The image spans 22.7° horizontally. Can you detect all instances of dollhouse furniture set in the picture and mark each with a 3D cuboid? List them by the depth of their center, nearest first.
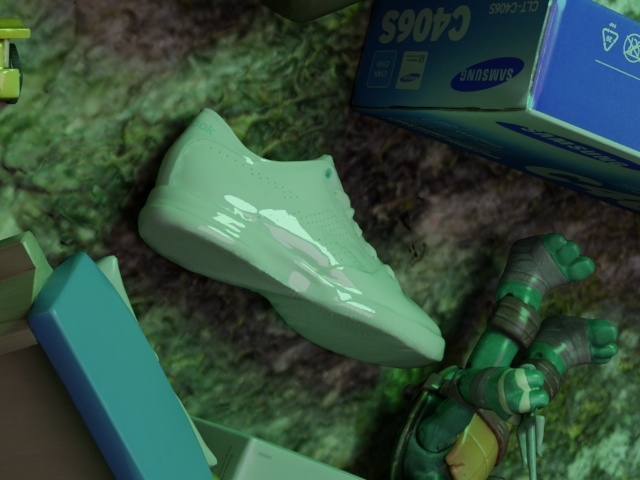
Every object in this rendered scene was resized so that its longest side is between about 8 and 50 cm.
[{"bbox_3d":[-0.204,0.032,0.686,0.198,0.286,0.303,-73,140,-61],"label":"dollhouse furniture set"}]

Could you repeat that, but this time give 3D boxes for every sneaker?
[{"bbox_3d":[0.000,0.000,0.914,0.212,0.080,0.094,33,63,-31],"label":"sneaker"}]

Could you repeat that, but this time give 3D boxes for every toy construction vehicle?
[{"bbox_3d":[-0.185,-0.117,0.795,0.086,0.035,0.098,-2,95,-34],"label":"toy construction vehicle"}]

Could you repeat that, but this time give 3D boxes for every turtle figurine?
[{"bbox_3d":[0.103,0.117,0.960,0.234,0.118,0.175,-58,156,-32],"label":"turtle figurine"}]

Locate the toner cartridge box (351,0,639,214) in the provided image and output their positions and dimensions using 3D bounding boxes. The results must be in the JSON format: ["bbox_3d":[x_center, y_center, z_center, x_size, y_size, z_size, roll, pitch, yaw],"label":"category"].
[{"bbox_3d":[0.206,-0.065,0.992,0.348,0.165,0.075,17,84,-34],"label":"toner cartridge box"}]

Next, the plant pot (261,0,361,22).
[{"bbox_3d":[0.033,-0.239,0.835,0.229,0.263,0.263,-37,115,-6],"label":"plant pot"}]

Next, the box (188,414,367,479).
[{"bbox_3d":[-0.040,0.163,0.886,0.102,0.087,0.101,26,79,-34],"label":"box"}]
